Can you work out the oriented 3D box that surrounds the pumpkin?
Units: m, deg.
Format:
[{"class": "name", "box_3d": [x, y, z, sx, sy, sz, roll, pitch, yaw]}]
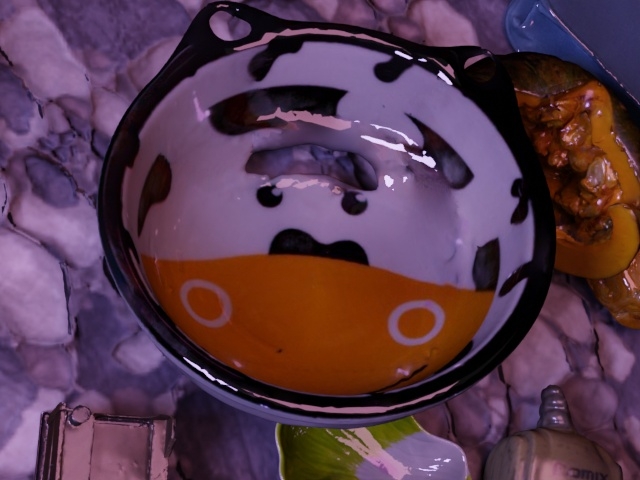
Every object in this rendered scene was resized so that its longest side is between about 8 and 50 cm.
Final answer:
[{"class": "pumpkin", "box_3d": [0.165, -0.067, 0.838, 0.183, 0.119, 0.108, 42, 54, -2]}]

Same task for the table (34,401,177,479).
[{"class": "table", "box_3d": [-0.128, 0.139, 0.687, 0.070, 0.082, 0.083, 8, 71, -18]}]

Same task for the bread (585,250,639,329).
[{"class": "bread", "box_3d": [0.239, 0.026, 0.876, 0.083, 0.046, 0.081, 30, 61, -7]}]

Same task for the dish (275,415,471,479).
[{"class": "dish", "box_3d": [0.031, 0.142, 0.769, 0.137, 0.039, 0.091, 26, 64, -10]}]

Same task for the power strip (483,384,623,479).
[{"class": "power strip", "box_3d": [0.148, 0.284, 0.754, 0.092, 0.066, 0.388, 12, 70, -19]}]

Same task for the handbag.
[{"class": "handbag", "box_3d": [0.273, -0.155, 0.937, 0.229, 0.062, 0.179, 43, 62, -3]}]

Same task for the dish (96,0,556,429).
[{"class": "dish", "box_3d": [0.000, 0.000, 0.736, 0.303, 0.120, 0.303, 4, 58, -6]}]
